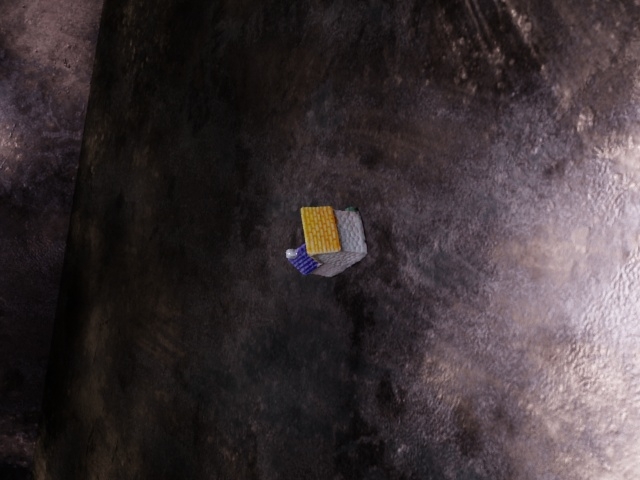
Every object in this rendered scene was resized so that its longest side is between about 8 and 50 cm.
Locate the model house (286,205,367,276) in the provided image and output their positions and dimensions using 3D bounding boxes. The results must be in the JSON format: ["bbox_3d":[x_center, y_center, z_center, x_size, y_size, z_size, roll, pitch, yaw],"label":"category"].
[{"bbox_3d":[0.000,0.000,1.353,0.100,0.100,0.088,-39,54,45],"label":"model house"}]
